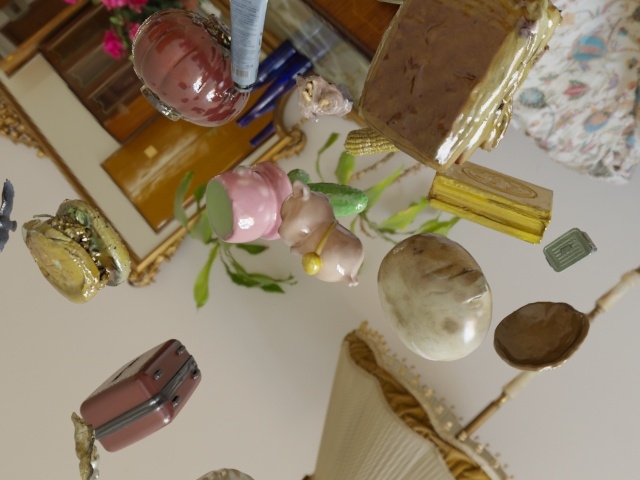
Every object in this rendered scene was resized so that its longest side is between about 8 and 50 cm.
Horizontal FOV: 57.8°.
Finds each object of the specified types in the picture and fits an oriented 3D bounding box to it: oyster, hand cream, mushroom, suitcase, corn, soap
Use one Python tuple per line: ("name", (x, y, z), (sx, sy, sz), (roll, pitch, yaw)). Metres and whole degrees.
("oyster", (-0.437, 0.411, 1.098), (0.122, 0.045, 0.145), (20, 113, 58))
("hand cream", (-0.151, -0.411, 1.178), (0.088, 0.055, 0.256), (26, 145, 9))
("mushroom", (0.215, 0.104, 1.073), (0.184, 0.254, 0.255), (-5, -146, -34))
("suitcase", (-0.463, 0.400, 1.526), (0.161, 0.236, 0.297), (59, -171, -7))
("corn", (0.212, -0.331, 1.869), (0.292, 0.101, 0.101), (-5, 141, 36))
("soap", (0.463, -0.117, 1.572), (0.325, 0.096, 0.204), (21, -148, 10))

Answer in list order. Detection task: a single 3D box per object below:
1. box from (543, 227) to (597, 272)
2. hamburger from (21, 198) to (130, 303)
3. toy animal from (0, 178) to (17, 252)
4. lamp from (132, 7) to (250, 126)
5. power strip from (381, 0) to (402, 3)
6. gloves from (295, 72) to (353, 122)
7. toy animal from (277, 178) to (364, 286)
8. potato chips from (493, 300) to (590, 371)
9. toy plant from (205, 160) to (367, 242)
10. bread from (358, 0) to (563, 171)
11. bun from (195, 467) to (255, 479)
("box", (0.665, 0.027, 1.534), (0.069, 0.122, 0.084), (1, -123, -46))
("hamburger", (-0.415, 0.010, 0.984), (0.185, 0.113, 0.177), (43, 147, 11))
("toy animal", (-0.819, -0.046, 1.485), (0.062, 0.220, 0.108), (10, 166, -18))
("lamp", (-0.309, -0.418, 1.412), (0.303, 0.257, 0.303), (45, -168, -12))
("power strip", (0.074, -0.631, 1.223), (0.387, 0.092, 0.066), (63, 142, 24))
("gloves", (0.005, -0.321, 1.320), (0.144, 0.094, 0.110), (15, -126, -31))
("toy animal", (0.000, -0.001, 1.268), (0.248, 0.149, 0.165), (59, -178, 12))
("potato chips", (0.478, 0.216, 1.255), (0.196, 0.208, 0.061), (-2, 128, 33))
("toy plant", (-0.105, -0.098, 1.529), (0.356, 0.210, 0.317), (-5, -162, -37))
("bread", (0.240, -0.303, 1.029), (0.167, 0.324, 0.277), (3, -147, -45))
("bun", (-0.301, 0.735, 1.637), (0.263, 0.263, 0.175), (49, 177, -40))
